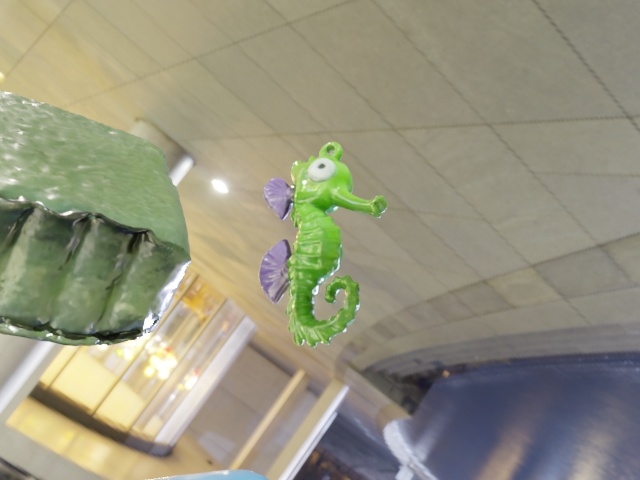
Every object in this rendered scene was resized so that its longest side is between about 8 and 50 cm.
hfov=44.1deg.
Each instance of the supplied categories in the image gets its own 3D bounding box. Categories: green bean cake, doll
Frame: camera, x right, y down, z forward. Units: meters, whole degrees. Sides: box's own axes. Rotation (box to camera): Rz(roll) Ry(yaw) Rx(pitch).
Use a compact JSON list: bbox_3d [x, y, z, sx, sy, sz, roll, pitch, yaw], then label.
[{"bbox_3d":[-0.219,-0.025,0.591,0.223,0.124,0.227,20,-165,-26],"label":"green bean cake"},{"bbox_3d":[0.000,0.000,0.656,0.115,0.190,0.050,-15,147,34],"label":"doll"}]

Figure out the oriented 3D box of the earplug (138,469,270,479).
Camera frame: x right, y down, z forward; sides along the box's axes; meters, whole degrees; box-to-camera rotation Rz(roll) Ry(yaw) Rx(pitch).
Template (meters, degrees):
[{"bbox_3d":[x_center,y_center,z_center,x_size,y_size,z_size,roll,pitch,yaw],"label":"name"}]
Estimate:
[{"bbox_3d":[-0.140,0.164,0.321,0.273,0.132,0.132,14,-173,-42],"label":"earplug"}]
